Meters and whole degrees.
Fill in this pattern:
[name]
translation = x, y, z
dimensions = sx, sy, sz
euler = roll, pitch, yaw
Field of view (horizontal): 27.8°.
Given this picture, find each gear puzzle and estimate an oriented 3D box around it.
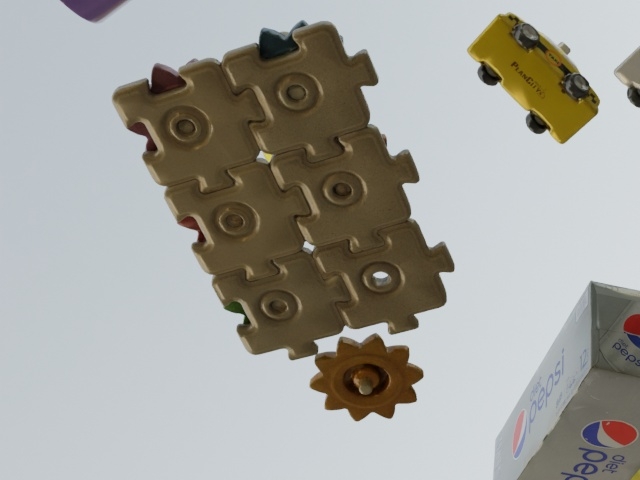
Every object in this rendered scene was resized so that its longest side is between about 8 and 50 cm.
[gear puzzle]
translation = 0.000, 0.000, 0.924
dimensions = 0.044, 0.175, 0.339
euler = -84, -27, -55

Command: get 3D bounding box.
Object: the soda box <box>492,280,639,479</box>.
[soda box]
translation = 0.237, 0.157, 1.149
dimensions = 0.286, 0.098, 0.091
euler = 106, 175, -52

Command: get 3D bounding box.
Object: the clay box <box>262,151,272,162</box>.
[clay box]
translation = -0.012, -0.126, 1.642
dimensions = 0.222, 0.127, 0.053
euler = 64, -144, -28

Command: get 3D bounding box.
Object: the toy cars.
[toy cars]
translation = 0.385, -0.208, 1.694
dimensions = 0.087, 0.393, 0.176
euler = -44, -42, -43

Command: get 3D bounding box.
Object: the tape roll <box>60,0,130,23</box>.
[tape roll]
translation = -0.284, -0.354, 1.517
dimensions = 0.080, 0.189, 0.189
euler = -34, -31, 14
